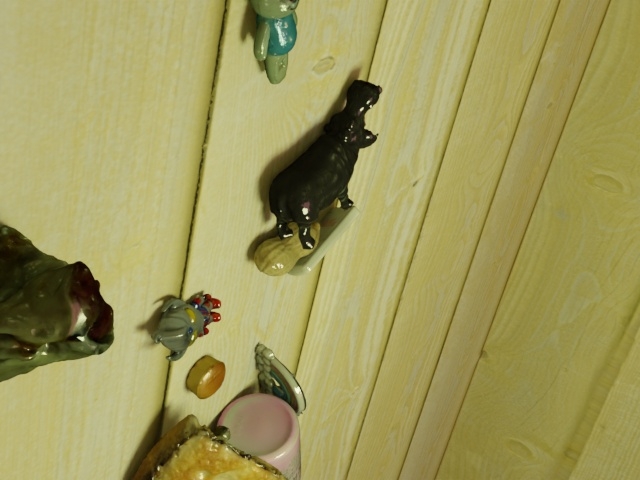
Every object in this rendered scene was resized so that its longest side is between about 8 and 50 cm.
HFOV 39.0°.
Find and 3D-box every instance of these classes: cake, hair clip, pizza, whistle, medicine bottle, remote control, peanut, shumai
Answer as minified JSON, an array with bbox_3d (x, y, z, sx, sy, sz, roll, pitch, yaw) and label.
[{"bbox_3d":[-0.220,0.267,1.756,0.084,0.044,0.084,-41,146,-36],"label":"cake"},{"bbox_3d":[-0.078,0.323,1.970,0.054,0.140,0.220,-36,147,-26],"label":"hair clip"},{"bbox_3d":[-0.242,0.506,1.773,0.435,0.080,0.391,-23,124,-12],"label":"pizza"},{"bbox_3d":[-0.068,-0.337,1.396,0.114,0.077,0.235,-54,157,-33],"label":"whistle"},{"bbox_3d":[-0.131,0.488,1.990,0.178,0.178,0.290,-43,149,-35],"label":"medicine bottle"},{"bbox_3d":[0.000,0.000,1.863,0.029,0.087,0.190,51,62,-21],"label":"remote control"},{"bbox_3d":[-0.061,0.012,1.764,0.187,0.082,0.082,-41,148,-41],"label":"peanut"},{"bbox_3d":[-0.396,0.116,1.087,0.272,0.204,0.222,-51,152,-14],"label":"shumai"}]

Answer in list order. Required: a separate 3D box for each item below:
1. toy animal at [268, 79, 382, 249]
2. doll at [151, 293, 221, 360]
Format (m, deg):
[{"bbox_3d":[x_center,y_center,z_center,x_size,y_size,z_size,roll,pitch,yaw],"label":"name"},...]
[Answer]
[{"bbox_3d":[0.018,-0.145,1.725,0.343,0.106,0.168,-56,148,-26],"label":"toy animal"},{"bbox_3d":[-0.235,0.148,1.587,0.195,0.062,0.104,-24,137,-63],"label":"doll"}]
